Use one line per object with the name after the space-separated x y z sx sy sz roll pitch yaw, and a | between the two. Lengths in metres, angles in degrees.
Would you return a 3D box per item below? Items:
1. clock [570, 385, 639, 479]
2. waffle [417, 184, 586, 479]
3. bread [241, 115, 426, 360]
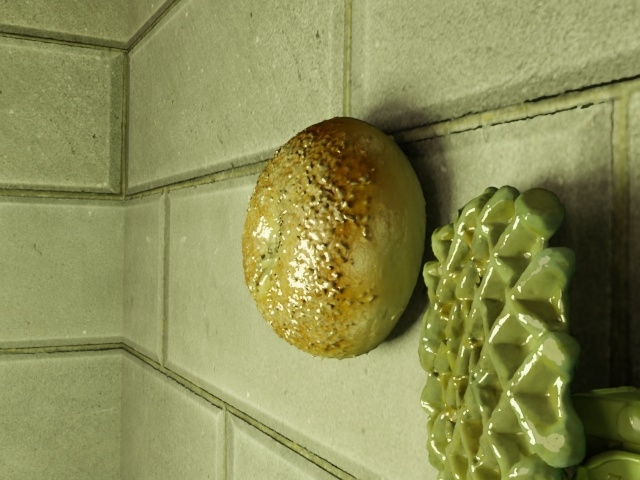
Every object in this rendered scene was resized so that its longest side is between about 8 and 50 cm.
0.244 0.224 0.490 0.170 0.069 0.232 -11 80 61 | clock
0.145 0.104 0.617 0.292 0.056 0.310 160 114 -82 | waffle
0.000 0.000 0.860 0.305 0.158 0.306 -3 87 60 | bread
